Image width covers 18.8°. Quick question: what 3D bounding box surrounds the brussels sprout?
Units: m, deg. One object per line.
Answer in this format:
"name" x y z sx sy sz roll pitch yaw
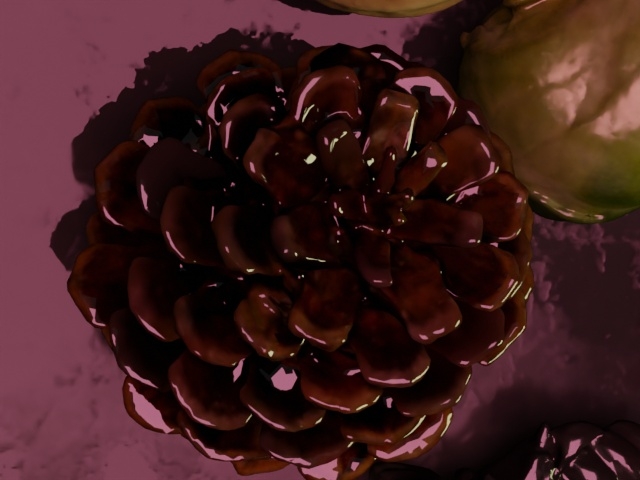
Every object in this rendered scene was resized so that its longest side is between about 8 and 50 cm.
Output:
"brussels sprout" 0.166 -0.092 1.091 0.183 0.131 0.145 -40 81 -5

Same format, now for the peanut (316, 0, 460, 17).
"peanut" -0.044 -0.225 1.033 0.319 0.147 0.147 22 93 -7

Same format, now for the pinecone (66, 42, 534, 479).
"pinecone" -0.003 0.000 0.992 0.246 0.292 0.246 3 77 -11

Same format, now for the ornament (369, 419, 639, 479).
"ornament" 0.171 0.218 1.151 0.260 0.106 0.251 -14 102 -14
